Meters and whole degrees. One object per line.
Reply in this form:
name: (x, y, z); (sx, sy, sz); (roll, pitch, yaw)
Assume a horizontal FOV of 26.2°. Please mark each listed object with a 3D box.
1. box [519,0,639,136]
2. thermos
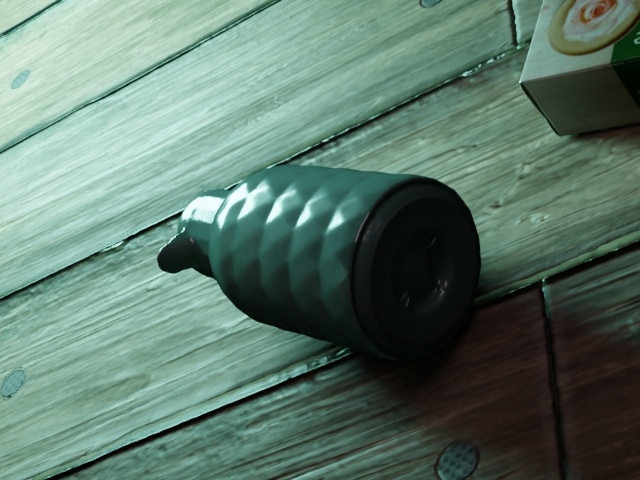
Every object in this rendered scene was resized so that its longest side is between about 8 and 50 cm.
box: (0.273, -0.170, 1.112); (0.199, 0.081, 0.135); (-11, 47, 39)
thermos: (0.000, 0.000, 1.160); (0.182, 0.145, 0.286); (-26, 24, -33)
